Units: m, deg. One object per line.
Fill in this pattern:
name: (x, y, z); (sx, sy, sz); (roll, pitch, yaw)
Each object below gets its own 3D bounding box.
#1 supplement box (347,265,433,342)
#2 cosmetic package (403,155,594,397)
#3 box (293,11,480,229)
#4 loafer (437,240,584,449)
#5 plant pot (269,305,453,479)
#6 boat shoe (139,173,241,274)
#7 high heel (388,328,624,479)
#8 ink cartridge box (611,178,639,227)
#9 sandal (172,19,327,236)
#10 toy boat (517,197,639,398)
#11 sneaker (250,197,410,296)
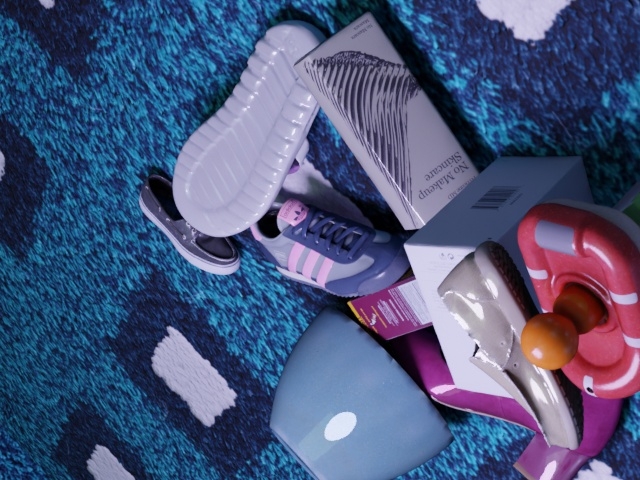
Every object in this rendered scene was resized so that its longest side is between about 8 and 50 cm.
supplement box: (0.142, 0.075, 1.835); (0.080, 0.104, 0.188); (55, 144, -6)
cosmetic package: (0.249, 0.043, 1.589); (0.138, 0.224, 0.224); (3, 123, 45)
box: (0.090, -0.154, 1.660); (0.275, 0.113, 0.094); (53, 168, -7)
loafer: (0.220, 0.127, 1.442); (0.092, 0.102, 0.268); (-23, 103, 23)
plant pot: (0.036, 0.272, 1.960); (0.290, 0.195, 0.290); (46, 170, 11)
boat shoe: (-0.222, -0.034, 2.157); (0.228, 0.080, 0.076); (44, 146, 21)
high heel: (0.266, 0.189, 1.848); (0.377, 0.127, 0.181); (39, 110, 25)
ink cartridge box: (0.451, 0.031, 1.384); (0.273, 0.198, 0.115); (47, 145, 4)
sandal: (-0.082, -0.152, 1.872); (0.169, 0.102, 0.416); (51, 131, 13)
toy boat: (0.268, 0.079, 1.321); (0.151, 0.151, 0.231); (17, 140, 48)
sneaker: (0.000, 0.000, 1.872); (0.319, 0.112, 0.131); (6, 141, 51)
